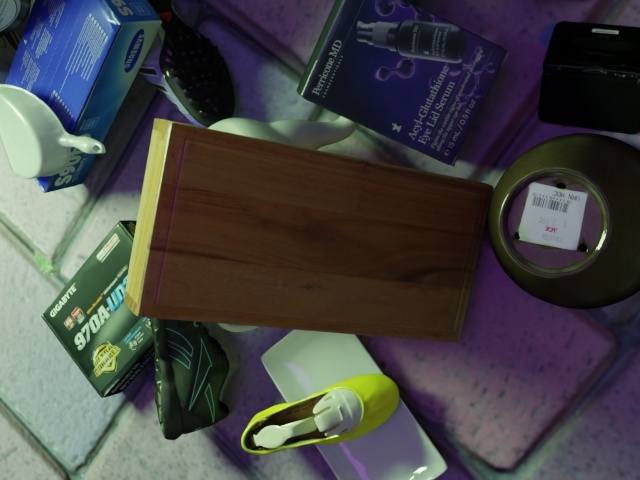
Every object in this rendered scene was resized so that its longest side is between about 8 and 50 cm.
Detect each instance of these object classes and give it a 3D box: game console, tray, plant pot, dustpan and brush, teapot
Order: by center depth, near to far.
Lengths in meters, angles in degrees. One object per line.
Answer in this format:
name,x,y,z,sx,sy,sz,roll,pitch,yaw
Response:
plant pot,0.270,-0.021,0.871,0.215,0.230,0.215,1,91,24
tray,0.000,0.000,0.919,0.076,0.410,0.203,23,104,61
game console,0.333,-0.197,0.958,0.122,0.071,0.107,12,66,23
teapot,-0.073,-0.029,1.058,0.256,0.187,0.253,-27,59,48
tray,0.044,0.230,1.088,0.145,0.030,0.270,-40,76,20
dustpan and brush,-0.387,-0.144,1.142,0.211,0.060,0.147,22,131,40

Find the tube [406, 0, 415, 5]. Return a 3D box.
tube,0.082,-0.363,1.049,0.080,0.052,0.207,-16,80,11

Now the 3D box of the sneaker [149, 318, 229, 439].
sneaker,-0.188,0.151,1.136,0.106,0.101,0.267,-6,109,-14

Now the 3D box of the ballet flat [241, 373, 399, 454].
ballet flat,-0.006,0.238,1.051,0.231,0.077,0.077,-22,82,22

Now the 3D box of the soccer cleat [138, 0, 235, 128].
soccer cleat,-0.239,-0.278,1.173,0.318,0.108,0.116,54,134,9

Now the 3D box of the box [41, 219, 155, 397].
box,-0.309,0.105,1.229,0.220,0.051,0.175,-46,75,18

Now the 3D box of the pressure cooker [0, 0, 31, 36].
pressure cooker,-0.557,-0.439,1.038,0.375,0.370,0.421,-6,76,9

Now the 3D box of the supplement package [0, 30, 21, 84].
supplement package,-0.590,-0.326,1.296,0.134,0.139,0.244,-36,78,21

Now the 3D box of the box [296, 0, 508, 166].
box,0.093,-0.204,0.967,0.207,0.108,0.153,22,103,-9

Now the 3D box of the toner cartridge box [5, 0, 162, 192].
toner cartridge box,-0.366,-0.245,1.171,0.165,0.075,0.348,52,130,13
